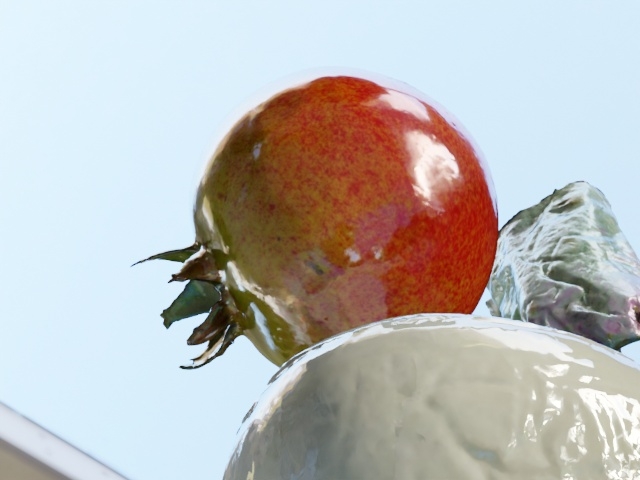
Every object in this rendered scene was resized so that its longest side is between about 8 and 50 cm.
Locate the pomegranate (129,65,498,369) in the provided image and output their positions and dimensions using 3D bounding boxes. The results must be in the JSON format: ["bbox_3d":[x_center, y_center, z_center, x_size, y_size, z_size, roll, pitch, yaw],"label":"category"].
[{"bbox_3d":[0.000,0.000,1.023,0.256,0.221,0.221,-30,-139,-7],"label":"pomegranate"}]

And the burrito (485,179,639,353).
[{"bbox_3d":[0.206,0.044,1.227,0.144,0.089,0.229,-40,-156,11],"label":"burrito"}]

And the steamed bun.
[{"bbox_3d":[0.073,0.127,0.597,0.177,0.228,0.131,-54,-151,39],"label":"steamed bun"}]
